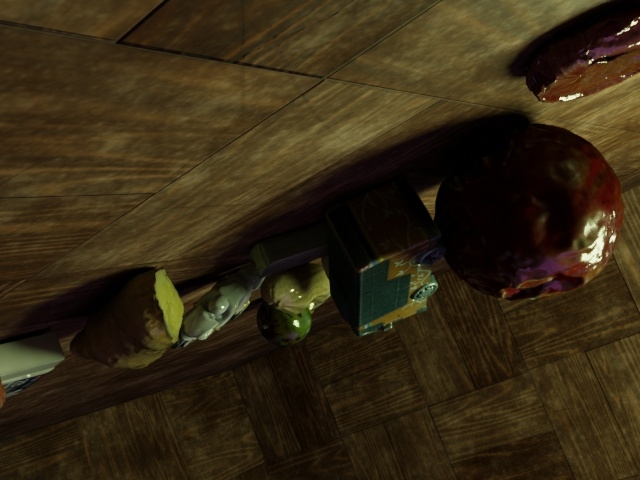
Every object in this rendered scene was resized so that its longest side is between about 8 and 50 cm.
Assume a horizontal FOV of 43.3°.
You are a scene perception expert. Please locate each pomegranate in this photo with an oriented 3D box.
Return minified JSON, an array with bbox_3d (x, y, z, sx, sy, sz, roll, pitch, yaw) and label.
[{"bbox_3d":[-0.084,0.186,2.027,0.148,0.148,0.169,-27,-166,30],"label":"pomegranate"}]

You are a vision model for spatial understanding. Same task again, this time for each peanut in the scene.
[{"bbox_3d":[-0.041,0.099,1.708,0.090,0.099,0.214,-41,163,34],"label":"peanut"}]

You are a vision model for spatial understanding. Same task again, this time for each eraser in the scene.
[{"bbox_3d":[-0.539,0.222,1.385,0.124,0.068,0.210,-9,164,-42],"label":"eraser"}]

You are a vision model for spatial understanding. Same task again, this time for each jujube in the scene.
[{"bbox_3d":[0.313,-0.042,1.248,0.276,0.276,0.377,-21,-172,-1],"label":"jujube"}]

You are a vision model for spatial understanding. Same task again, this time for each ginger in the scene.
[{"bbox_3d":[-0.297,0.136,1.300,0.190,0.126,0.354,-4,160,-28],"label":"ginger"}]

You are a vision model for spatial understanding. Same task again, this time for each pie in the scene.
[{"bbox_3d":[0.326,-0.216,0.936,0.182,0.050,0.182,-16,169,-3],"label":"pie"}]

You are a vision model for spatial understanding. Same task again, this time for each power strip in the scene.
[{"bbox_3d":[0.000,0.000,1.395,0.272,0.052,0.078,-19,170,-22],"label":"power strip"}]

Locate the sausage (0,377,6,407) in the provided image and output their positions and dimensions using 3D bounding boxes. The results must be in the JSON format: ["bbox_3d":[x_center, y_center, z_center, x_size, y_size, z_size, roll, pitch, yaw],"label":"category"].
[{"bbox_3d":[-0.586,0.241,1.180,0.254,0.148,0.148,-5,162,-42],"label":"sausage"}]

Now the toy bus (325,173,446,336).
[{"bbox_3d":[0.099,0.037,1.332,0.167,0.138,0.275,-23,152,-10],"label":"toy bus"}]

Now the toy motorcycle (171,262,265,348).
[{"bbox_3d":[-0.179,0.113,1.453,0.228,0.074,0.151,-40,178,-20],"label":"toy motorcycle"}]

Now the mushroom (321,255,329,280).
[{"bbox_3d":[0.145,0.046,1.606,0.162,0.173,0.236,-16,169,-40],"label":"mushroom"}]
